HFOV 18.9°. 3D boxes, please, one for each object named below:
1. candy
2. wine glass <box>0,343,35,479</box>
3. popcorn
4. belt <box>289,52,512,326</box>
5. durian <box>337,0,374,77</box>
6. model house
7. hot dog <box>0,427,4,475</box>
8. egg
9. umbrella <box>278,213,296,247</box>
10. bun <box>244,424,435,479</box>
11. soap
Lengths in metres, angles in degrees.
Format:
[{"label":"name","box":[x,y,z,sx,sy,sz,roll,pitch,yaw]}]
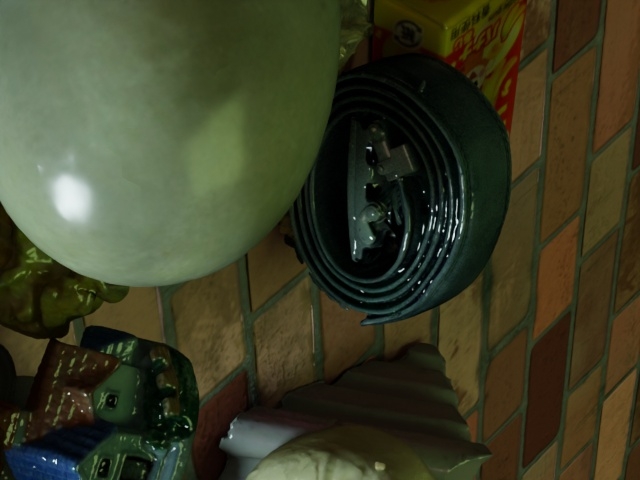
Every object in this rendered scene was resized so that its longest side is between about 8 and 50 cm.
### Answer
[{"label":"candy","box":[0.123,-0.152,1.896,0.146,0.088,0.276,-38,148,-35]},{"label":"wine glass","box":[-0.242,0.168,1.593,0.103,0.103,0.231,-53,148,-9]},{"label":"popcorn","box":[-0.203,0.008,1.508,0.126,0.126,0.145,118,-4,-70]},{"label":"belt","box":[0.072,-0.041,1.791,0.116,0.206,0.267,-24,133,-47]},{"label":"durian","box":[-0.022,-0.188,1.617,0.188,0.091,0.148,1,98,-48]},{"label":"model house","box":[-0.183,0.138,1.467,0.149,0.119,0.148,17,90,-54]},{"label":"hot dog","box":[-0.401,0.216,1.343,0.387,0.174,0.267,-45,150,0]},{"label":"egg","box":[-0.113,-0.141,1.306,0.258,0.258,0.352,51,42,-61]},{"label":"umbrella","box":[0.000,0.000,1.903,0.037,0.040,0.144,-52,152,8]},{"label":"bun","box":[0.022,0.304,1.951,0.145,0.229,0.229,-97,-159,-60]},{"label":"soap","box":[0.006,0.217,2.130,0.302,0.258,0.159,12,116,-14]}]
